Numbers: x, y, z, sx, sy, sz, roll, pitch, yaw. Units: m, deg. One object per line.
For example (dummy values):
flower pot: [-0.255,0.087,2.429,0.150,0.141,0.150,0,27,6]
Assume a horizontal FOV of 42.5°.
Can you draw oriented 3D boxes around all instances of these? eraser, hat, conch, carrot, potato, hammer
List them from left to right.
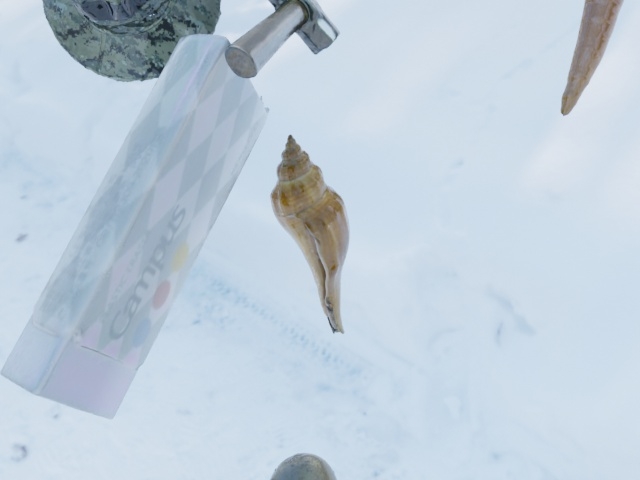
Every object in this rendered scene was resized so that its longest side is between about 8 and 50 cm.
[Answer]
hat: [-0.274,-0.351,1.107,0.265,0.266,0.128,-15,-5,5]
eraser: [-0.186,-0.011,0.889,0.082,0.213,0.397,21,77,18]
hammer: [-0.047,-0.225,0.892,0.043,0.111,0.365,-36,14,21]
potato: [-0.043,0.560,1.653,0.165,0.165,0.262,20,93,44]
conch: [0.003,-0.003,1.180,0.109,0.330,0.093,14,45,45]
carrot: [0.417,-0.344,1.218,0.069,0.336,0.069,17,0,0]
